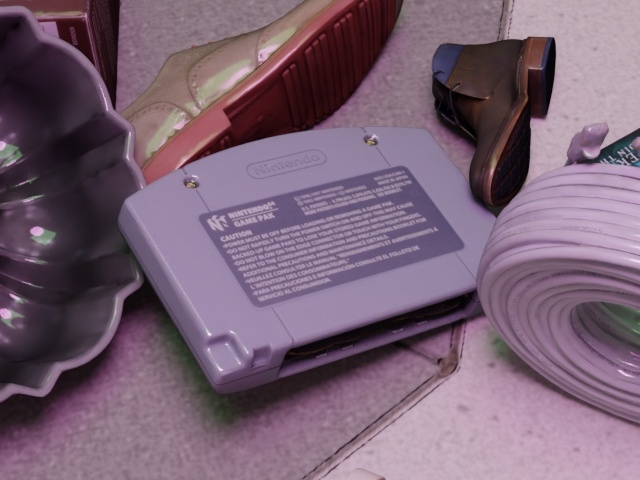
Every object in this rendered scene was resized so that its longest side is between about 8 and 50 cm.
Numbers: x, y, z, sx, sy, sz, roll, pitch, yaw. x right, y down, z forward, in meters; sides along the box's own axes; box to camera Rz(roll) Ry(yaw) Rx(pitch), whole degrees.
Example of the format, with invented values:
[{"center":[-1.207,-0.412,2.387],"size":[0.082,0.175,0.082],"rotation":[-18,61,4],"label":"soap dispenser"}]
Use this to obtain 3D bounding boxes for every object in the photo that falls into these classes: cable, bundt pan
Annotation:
[{"center":[0.239,0.048,1.004],"size":[0.257,0.257,0.089],"rotation":[31,64,-4],"label":"cable"},{"center":[-0.301,-0.024,1.076],"size":[0.330,0.124,0.331],"rotation":[11,71,-34],"label":"bundt pan"}]

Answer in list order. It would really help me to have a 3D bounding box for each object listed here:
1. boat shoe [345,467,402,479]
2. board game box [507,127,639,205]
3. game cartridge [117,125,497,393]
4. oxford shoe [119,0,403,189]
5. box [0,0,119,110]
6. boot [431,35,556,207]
[{"center":[0.014,0.300,0.917],"size":[0.096,0.117,0.324],"rotation":[15,50,15],"label":"boat shoe"},{"center":[0.270,-0.027,1.195],"size":[0.186,0.026,0.126],"rotation":[-29,59,-18],"label":"board game box"},{"center":[0.000,0.000,1.120],"size":[0.297,0.062,0.198],"rotation":[-15,51,-30],"label":"game cartridge"},{"center":[-0.065,-0.153,1.235],"size":[0.130,0.123,0.348],"rotation":[35,62,26],"label":"oxford shoe"},{"center":[-0.273,-0.209,1.249],"size":[0.168,0.167,0.203],"rotation":[-3,54,0],"label":"box"},{"center":[0.135,-0.106,1.225],"size":[0.106,0.082,0.219],"rotation":[7,40,19],"label":"boot"}]
